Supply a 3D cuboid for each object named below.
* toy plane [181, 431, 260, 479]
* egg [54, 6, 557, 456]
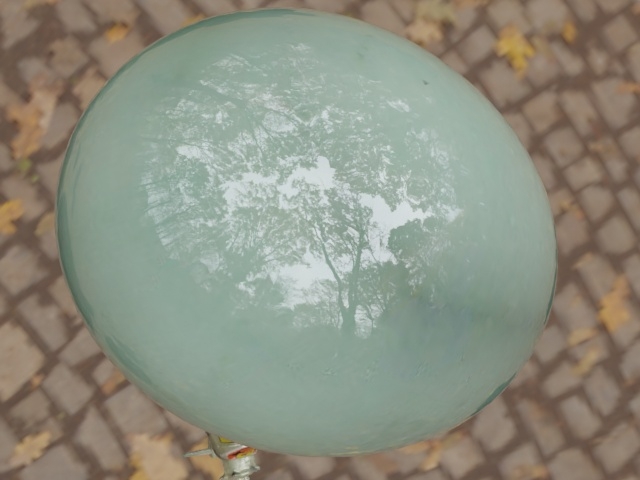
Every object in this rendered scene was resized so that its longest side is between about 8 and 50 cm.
[{"bbox_3d":[-0.090,0.171,1.730,0.092,0.286,0.108,-13,87,-11],"label":"toy plane"},{"bbox_3d":[0.000,0.000,0.719,0.231,0.168,0.168,22,59,-49],"label":"egg"}]
